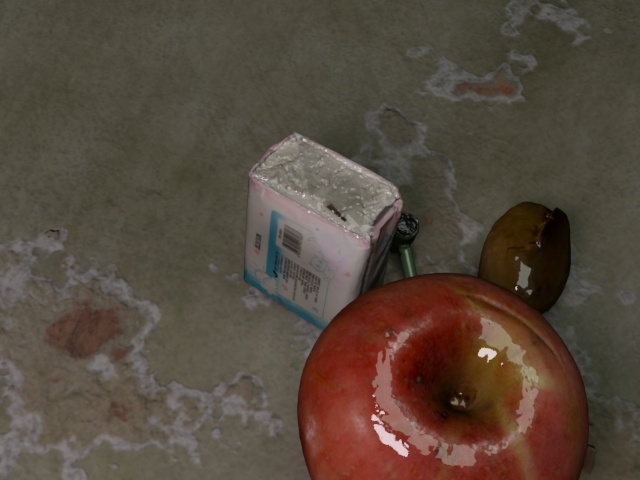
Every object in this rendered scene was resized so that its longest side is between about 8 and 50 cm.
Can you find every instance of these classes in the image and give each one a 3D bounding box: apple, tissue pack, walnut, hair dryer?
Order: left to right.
[{"bbox_3d":[-0.002,-0.001,1.581,0.201,0.271,0.124,27,59,12],"label":"tissue pack"},{"bbox_3d":[0.130,0.036,1.705,0.047,0.071,0.150,-6,72,-9],"label":"hair dryer"},{"bbox_3d":[0.148,0.225,1.414,0.364,0.364,0.364,3,55,-5],"label":"apple"},{"bbox_3d":[0.308,0.029,1.688,0.137,0.137,0.245,18,55,6],"label":"walnut"}]
